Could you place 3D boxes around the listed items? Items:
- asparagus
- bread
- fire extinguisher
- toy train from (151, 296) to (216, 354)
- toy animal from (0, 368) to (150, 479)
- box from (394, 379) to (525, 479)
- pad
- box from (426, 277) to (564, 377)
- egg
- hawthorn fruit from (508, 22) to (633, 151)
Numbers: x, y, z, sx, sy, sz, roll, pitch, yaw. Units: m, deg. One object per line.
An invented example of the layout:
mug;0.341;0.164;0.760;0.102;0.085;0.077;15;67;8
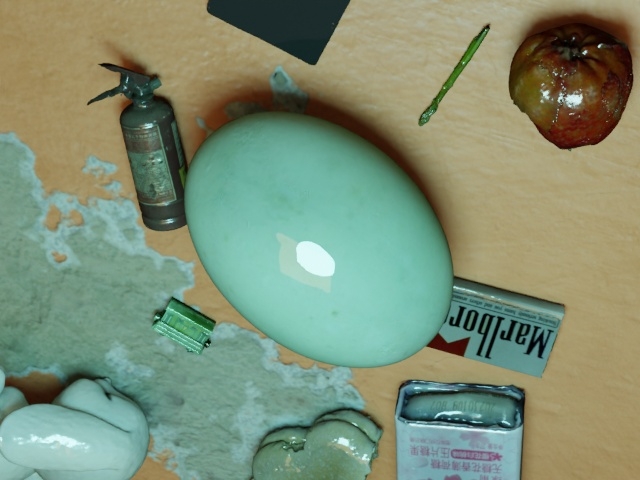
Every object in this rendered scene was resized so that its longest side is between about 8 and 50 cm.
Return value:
asparagus;0.168;-0.207;1.637;0.016;0.013;0.166;1;135;-40
bread;-0.024;0.391;1.995;0.183;0.102;0.337;16;122;1
fire extinguisher;-0.232;-0.128;1.714;0.075;0.106;0.252;10;126;29
toy train;-0.199;0.125;1.906;0.093;0.038;0.056;31;116;-7
toy animal;-0.391;0.308;1.959;0.264;0.206;0.272;1;154;-8
box;0.207;0.382;1.936;0.190;0.112;0.370;1;122;10
pad;-0.020;-0.356;1.589;0.159;0.009;0.265;27;121;-5
box;0.240;0.119;1.810;0.177;0.036;0.115;15;123;2
egg;0.000;0.000;1.643;0.389;0.276;0.276;39;121;-15
hawthorn fruit;0.300;-0.176;1.560;0.148;0.148;0.172;2;140;11
